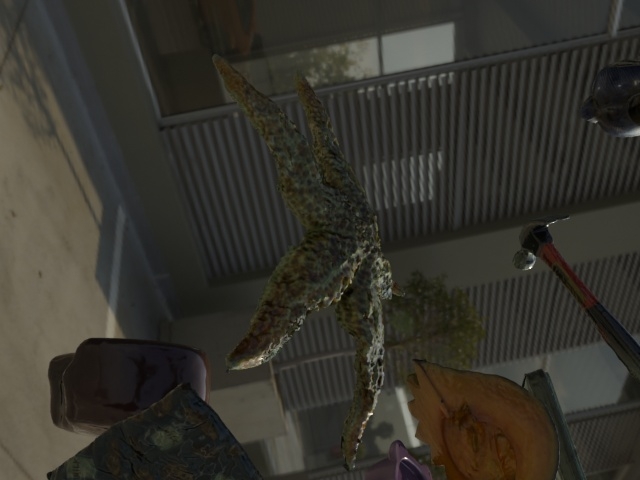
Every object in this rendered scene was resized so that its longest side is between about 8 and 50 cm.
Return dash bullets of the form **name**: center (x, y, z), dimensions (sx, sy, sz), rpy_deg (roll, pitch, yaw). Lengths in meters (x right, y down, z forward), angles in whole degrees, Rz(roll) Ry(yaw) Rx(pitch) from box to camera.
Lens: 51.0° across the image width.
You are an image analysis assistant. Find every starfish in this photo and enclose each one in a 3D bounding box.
- **starfish**: center (0.002, -0.002, 0.610), dimensions (0.358, 0.078, 0.347), rpy_deg (60, 33, -29)

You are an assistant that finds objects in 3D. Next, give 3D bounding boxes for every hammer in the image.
- **hammer**: center (0.312, 0.079, 0.764), dimensions (0.111, 0.033, 0.287), rpy_deg (92, -21, -45)

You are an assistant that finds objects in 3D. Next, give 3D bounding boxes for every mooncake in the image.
- **mooncake**: center (-0.356, 0.282, 1.236), dimensions (0.334, 0.326, 0.174), rpy_deg (30, 58, -59)

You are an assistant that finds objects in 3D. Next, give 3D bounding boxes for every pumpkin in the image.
- **pumpkin**: center (0.239, 0.280, 0.976), dimensions (0.254, 0.149, 0.130), rpy_deg (58, -23, 31)

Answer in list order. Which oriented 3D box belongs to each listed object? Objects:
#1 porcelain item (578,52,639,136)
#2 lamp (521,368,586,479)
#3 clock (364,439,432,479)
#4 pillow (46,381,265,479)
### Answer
- **porcelain item**: center (0.567, -0.231, 1.102), dimensions (0.288, 0.186, 0.138), rpy_deg (10, -58, 54)
- **lamp**: center (0.427, 0.389, 1.227), dimensions (0.269, 0.047, 0.266), rpy_deg (60, 16, -64)
- **clock**: center (0.115, 0.358, 0.950), dimensions (0.152, 0.050, 0.110), rpy_deg (51, 28, -39)
- **pillow**: center (-0.192, 0.297, 0.799), dimensions (0.189, 0.255, 0.034), rpy_deg (54, 18, -2)
